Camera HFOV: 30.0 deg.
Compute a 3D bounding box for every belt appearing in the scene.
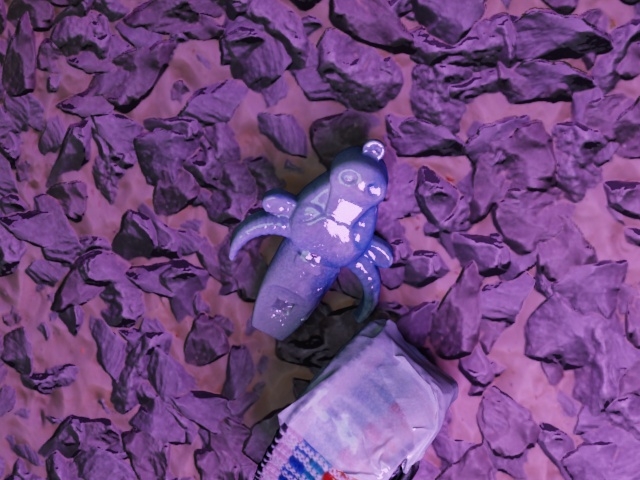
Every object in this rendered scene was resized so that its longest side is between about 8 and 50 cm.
[{"bbox_3d":[0.040,0.213,1.285,0.150,0.207,0.257,37,127,13],"label":"belt"}]

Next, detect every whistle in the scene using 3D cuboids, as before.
[{"bbox_3d":[0.000,0.000,1.332,0.180,0.093,0.269,25,110,-8],"label":"whistle"}]
